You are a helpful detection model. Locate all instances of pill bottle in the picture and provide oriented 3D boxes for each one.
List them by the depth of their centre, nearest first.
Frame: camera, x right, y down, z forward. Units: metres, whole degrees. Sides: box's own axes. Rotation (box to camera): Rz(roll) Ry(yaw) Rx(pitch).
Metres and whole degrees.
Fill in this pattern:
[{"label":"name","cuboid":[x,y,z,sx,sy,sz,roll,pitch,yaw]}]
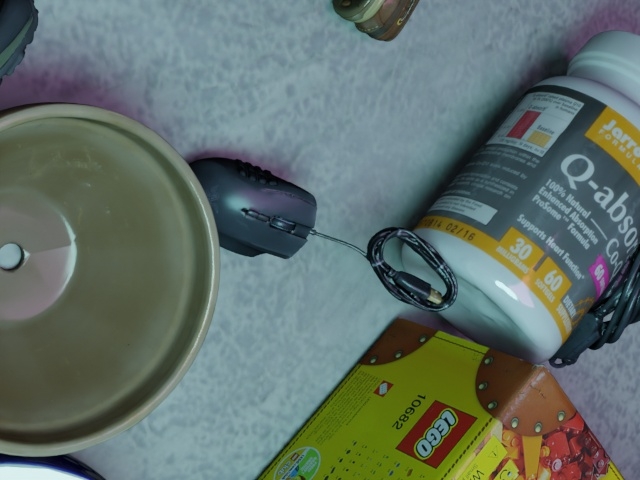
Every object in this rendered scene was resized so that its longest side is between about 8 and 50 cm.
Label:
[{"label":"pill bottle","cuboid":[0.211,-0.042,1.108,0.278,0.162,0.162,-50,122,-15]}]

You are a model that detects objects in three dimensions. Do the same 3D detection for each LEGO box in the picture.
[{"label":"LEGO box","cuboid":[0.060,0.379,1.070,0.500,0.193,0.372,-48,121,-17]}]

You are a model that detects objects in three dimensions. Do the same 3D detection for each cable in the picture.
[{"label":"cable","cuboid":[0.284,0.042,1.169,0.047,0.184,0.150,42,46,7]}]

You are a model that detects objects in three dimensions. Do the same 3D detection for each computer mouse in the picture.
[{"label":"computer mouse","cuboid":[0.000,0.000,0.989,0.242,0.041,0.071,21,99,-9]}]

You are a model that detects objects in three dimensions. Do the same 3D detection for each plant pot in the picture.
[{"label":"plant pot","cuboid":[-0.196,0.020,0.875,0.237,0.110,0.237,-8,104,-32]}]

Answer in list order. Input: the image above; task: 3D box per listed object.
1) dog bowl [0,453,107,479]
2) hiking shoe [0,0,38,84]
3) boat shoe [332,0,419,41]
[{"label":"dog bowl","cuboid":[-0.229,0.273,0.870,0.265,0.104,0.265,0,90,-23]},{"label":"hiking shoe","cuboid":[-0.287,-0.124,0.799,0.227,0.086,0.114,-33,120,-24]},{"label":"boat shoe","cuboid":[0.079,-0.245,1.042,0.060,0.064,0.178,36,85,-39]}]
